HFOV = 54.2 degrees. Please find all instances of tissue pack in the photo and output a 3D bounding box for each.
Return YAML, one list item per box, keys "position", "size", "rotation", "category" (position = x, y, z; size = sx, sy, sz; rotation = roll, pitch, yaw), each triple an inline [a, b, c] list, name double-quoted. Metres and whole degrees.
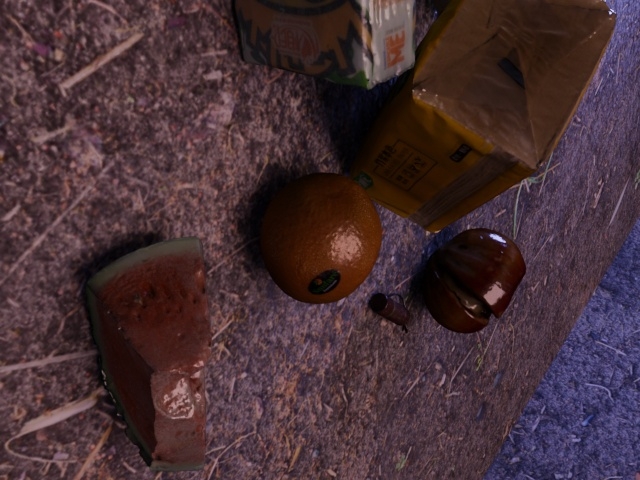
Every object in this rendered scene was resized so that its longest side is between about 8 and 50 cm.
- position: [-0.004, -0.355, 0.736]
  size: [0.128, 0.227, 0.311]
  rotation: [-34, 132, -36]
  category: "tissue pack"
- position: [0.224, -0.206, 0.979]
  size: [0.293, 0.228, 0.382]
  rotation: [-57, -177, -15]
  category: "tissue pack"

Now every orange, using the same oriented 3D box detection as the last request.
- position: [0.000, 0.000, 0.961]
  size: [0.206, 0.206, 0.206]
  rotation: [-27, 128, -42]
  category: "orange"

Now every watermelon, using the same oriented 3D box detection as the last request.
- position: [-0.205, 0.159, 0.774]
  size: [0.148, 0.226, 0.319]
  rotation: [-4, 101, -22]
  category: "watermelon"

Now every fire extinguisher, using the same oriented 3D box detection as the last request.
- position: [0.160, 0.148, 1.366]
  size: [0.157, 0.045, 0.078]
  rotation: [34, 59, -52]
  category: "fire extinguisher"

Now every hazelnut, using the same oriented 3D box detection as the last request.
- position: [0.345, 0.086, 1.442]
  size: [0.251, 0.217, 0.217]
  rotation: [-46, 144, 7]
  category: "hazelnut"

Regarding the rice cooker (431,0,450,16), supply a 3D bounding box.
- position: [0.267, -0.452, 1.108]
  size: [0.127, 0.145, 0.206]
  rotation: [-52, 146, -2]
  category: "rice cooker"
